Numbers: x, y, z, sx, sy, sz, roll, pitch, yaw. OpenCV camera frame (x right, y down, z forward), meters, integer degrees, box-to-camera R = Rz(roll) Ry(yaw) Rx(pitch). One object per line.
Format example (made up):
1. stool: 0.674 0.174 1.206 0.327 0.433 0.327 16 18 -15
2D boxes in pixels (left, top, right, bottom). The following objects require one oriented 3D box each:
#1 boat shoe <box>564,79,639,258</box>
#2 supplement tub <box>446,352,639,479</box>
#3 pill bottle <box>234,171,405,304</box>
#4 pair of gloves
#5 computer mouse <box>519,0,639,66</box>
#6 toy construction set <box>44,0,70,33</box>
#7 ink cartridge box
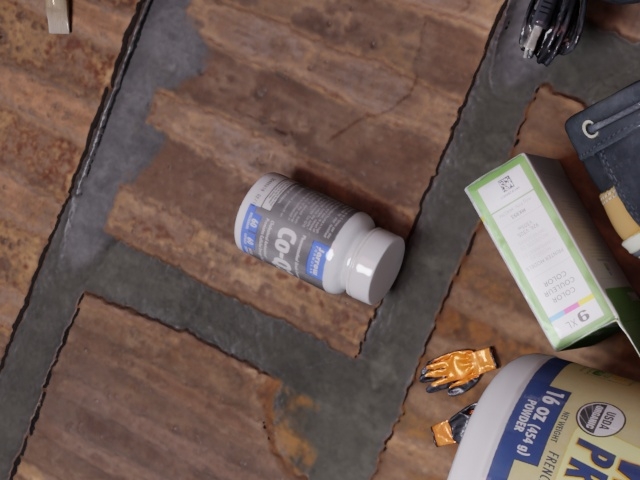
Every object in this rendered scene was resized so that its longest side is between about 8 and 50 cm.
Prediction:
1. boat shoe: 0.387 -0.187 1.233 0.500 0.187 0.156 -43 82 21
2. supplement tub: 0.263 0.230 1.221 0.316 0.228 0.228 16 95 22
3. pill bottle: 0.000 0.000 1.445 0.137 0.078 0.078 25 98 22
4. pair of gloves: 0.124 0.137 1.426 0.074 0.010 0.083 -16 83 21
5. computer mouse: 0.250 -0.234 1.250 0.272 0.072 0.188 2 63 62
6. toy construction set: -0.394 -0.208 1.574 0.309 0.257 0.237 -4 106 0
7. ink cartridge box: 0.206 0.033 1.341 0.062 0.109 0.209 -33 77 19
